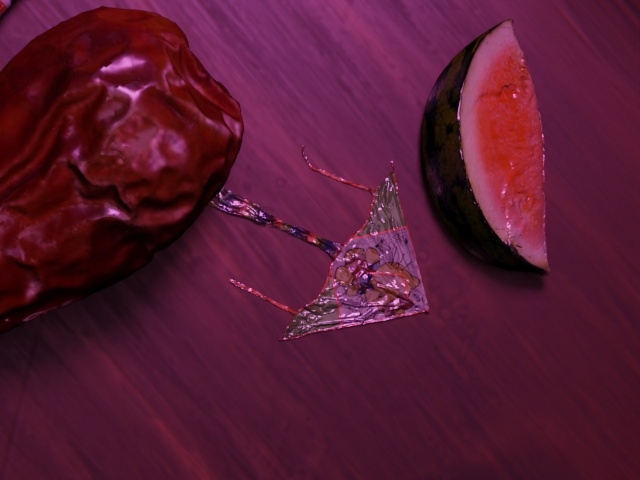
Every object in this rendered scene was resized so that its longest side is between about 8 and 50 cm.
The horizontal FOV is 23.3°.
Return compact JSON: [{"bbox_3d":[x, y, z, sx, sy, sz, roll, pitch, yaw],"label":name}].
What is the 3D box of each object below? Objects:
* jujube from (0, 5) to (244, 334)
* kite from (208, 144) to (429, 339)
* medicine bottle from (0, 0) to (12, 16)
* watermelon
[{"bbox_3d":[-0.235,-0.052,1.323,0.342,0.216,0.216,-39,93,4],"label":"jujube"},{"bbox_3d":[0.000,0.000,1.438,0.244,0.006,0.198,30,84,-6],"label":"kite"},{"bbox_3d":[-0.305,-0.218,1.380,0.057,0.057,0.089,40,82,-4],"label":"medicine bottle"},{"bbox_3d":[0.158,-0.083,1.444,0.119,0.063,0.245,-5,83,-27],"label":"watermelon"}]
